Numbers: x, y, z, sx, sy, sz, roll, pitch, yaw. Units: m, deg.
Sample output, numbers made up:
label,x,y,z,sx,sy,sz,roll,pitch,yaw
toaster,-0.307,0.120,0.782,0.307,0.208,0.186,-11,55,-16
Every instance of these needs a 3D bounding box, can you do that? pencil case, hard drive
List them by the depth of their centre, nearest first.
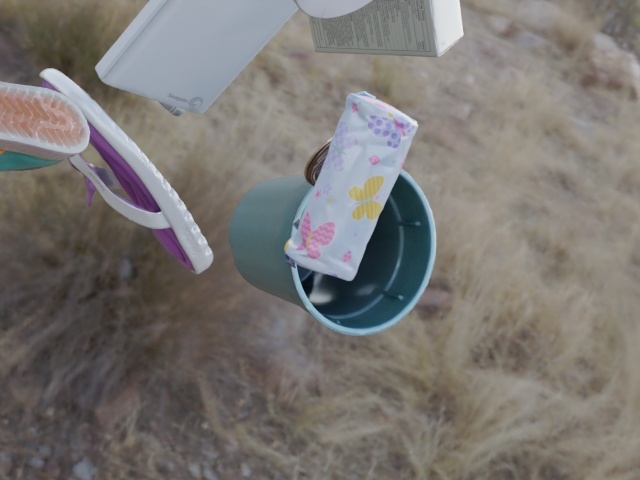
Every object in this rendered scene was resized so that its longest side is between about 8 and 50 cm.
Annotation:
label,x,y,z,sx,sy,sz,roll,pitch,yaw
pencil case,0.043,-0.077,1.570,0.113,0.273,0.124,18,11,-31
hard drive,-0.171,-0.361,1.735,0.233,0.353,0.047,13,41,-51

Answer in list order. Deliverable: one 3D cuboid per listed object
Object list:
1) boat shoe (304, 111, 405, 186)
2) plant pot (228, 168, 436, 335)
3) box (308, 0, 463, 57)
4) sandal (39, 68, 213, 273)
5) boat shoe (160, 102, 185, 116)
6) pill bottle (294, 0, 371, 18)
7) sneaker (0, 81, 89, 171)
label,x,y,z,sx,sy,sz,roll,pitch,yaw
boat shoe,0.069,-0.155,1.835,0.073,0.207,0.073,58,-7,-33
plant pot,0.000,0.000,2.176,0.341,0.341,0.334,12,-2,-32
box,0.133,-0.478,2.268,0.311,0.148,0.121,10,35,33
sandal,-0.292,-0.074,1.586,0.169,0.102,0.416,30,-20,50
boat shoe,-0.249,-0.347,2.050,0.081,0.228,0.079,34,-26,-22
pill bottle,-0.026,-0.368,1.108,0.153,0.153,0.265,3,52,-48
sneaker,-0.408,-0.129,1.183,0.302,0.121,0.108,17,55,-49
